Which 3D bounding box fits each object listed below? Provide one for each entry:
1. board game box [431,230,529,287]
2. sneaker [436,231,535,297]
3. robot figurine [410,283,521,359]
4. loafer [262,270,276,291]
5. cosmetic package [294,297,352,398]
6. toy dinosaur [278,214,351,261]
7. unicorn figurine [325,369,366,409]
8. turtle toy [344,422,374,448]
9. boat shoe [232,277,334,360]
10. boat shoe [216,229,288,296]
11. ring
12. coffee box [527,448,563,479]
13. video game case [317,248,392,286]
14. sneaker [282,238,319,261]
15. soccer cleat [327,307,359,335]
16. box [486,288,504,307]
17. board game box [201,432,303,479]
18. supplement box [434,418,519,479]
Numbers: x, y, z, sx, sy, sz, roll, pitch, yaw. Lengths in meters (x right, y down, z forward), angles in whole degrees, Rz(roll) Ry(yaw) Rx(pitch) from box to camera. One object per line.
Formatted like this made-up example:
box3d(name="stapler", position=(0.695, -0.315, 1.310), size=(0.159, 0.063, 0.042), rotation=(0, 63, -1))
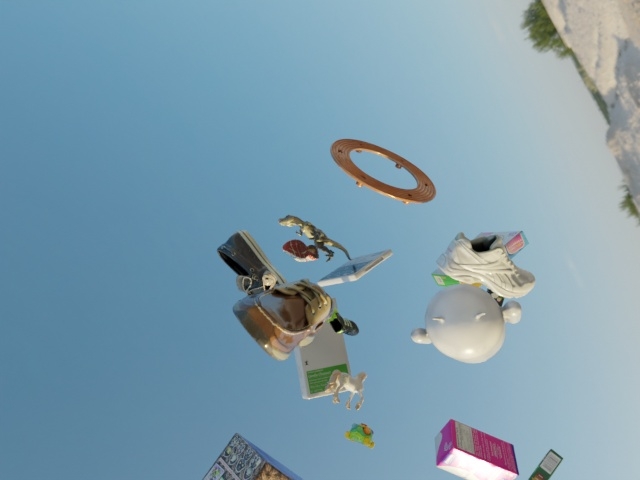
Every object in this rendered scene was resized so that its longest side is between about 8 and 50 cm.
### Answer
box3d(name="board game box", position=(0.638, 0.075, 1.807), size=(0.316, 0.242, 0.064), rotation=(-36, -79, -16))
box3d(name="sneaker", position=(0.374, 0.047, 0.960), size=(0.232, 0.115, 0.090), rotation=(15, -154, -15))
box3d(name="robot figurine", position=(0.405, 0.235, 1.248), size=(0.353, 0.300, 0.200), rotation=(37, -146, -61))
box3d(name="loafer", position=(-0.173, 0.139, 1.495), size=(0.045, 0.125, 0.039), rotation=(25, -112, 7))
box3d(name="cosmetic package", position=(-0.006, 0.433, 1.811), size=(0.197, 0.155, 0.365), rotation=(-9, -106, -13))
box3d(name="toy dinosaur", position=(0.000, 0.000, 1.337), size=(0.268, 0.064, 0.118), rotation=(33, -167, -15))
box3d(name="unicorn figurine", position=(0.083, 0.397, 1.216), size=(0.162, 0.060, 0.111), rotation=(44, -129, -41))
box3d(name="turtle toy", position=(0.147, 0.673, 1.554), size=(0.130, 0.095, 0.066), rotation=(54, -129, -51))
box3d(name="boat shoe", position=(-0.048, 0.117, 0.778), size=(0.122, 0.120, 0.324), rotation=(46, -178, 11))
box3d(name="boat shoe", position=(-0.238, 0.162, 1.726), size=(0.156, 0.187, 0.500), rotation=(-29, -120, -21))
box3d(name="ring", position=(0.181, -0.201, 1.311), size=(0.336, 0.032, 0.336), rotation=(18, -147, -12))
box3d(name="coffee box", position=(0.591, 0.660, 1.224), size=(0.040, 0.184, 0.113), rotation=(35, 169, 35))
box3d(name="video game case", position=(0.105, 0.086, 1.384), size=(0.173, 0.190, 0.022), rotation=(-30, -83, -35))
box3d(name="sneaker", position=(-0.098, 0.058, 1.996), size=(0.225, 0.093, 0.088), rotation=(23, -127, -54))
box3d(name="soccer cleat", position=(0.071, 0.285, 1.493), size=(0.179, 0.060, 0.072), rotation=(43, -154, -36))
box3d(name="box", position=(0.594, 0.192, 1.527), size=(0.062, 0.052, 0.083), rotation=(24, -95, -81))
box3d(name="board game box", position=(-0.154, 0.588, 0.887), size=(0.232, 0.141, 0.291), rotation=(47, -112, -26))
box3d(name="supplement box", position=(0.480, 0.667, 1.393), size=(0.220, 0.111, 0.114), rotation=(23, -150, 0))
